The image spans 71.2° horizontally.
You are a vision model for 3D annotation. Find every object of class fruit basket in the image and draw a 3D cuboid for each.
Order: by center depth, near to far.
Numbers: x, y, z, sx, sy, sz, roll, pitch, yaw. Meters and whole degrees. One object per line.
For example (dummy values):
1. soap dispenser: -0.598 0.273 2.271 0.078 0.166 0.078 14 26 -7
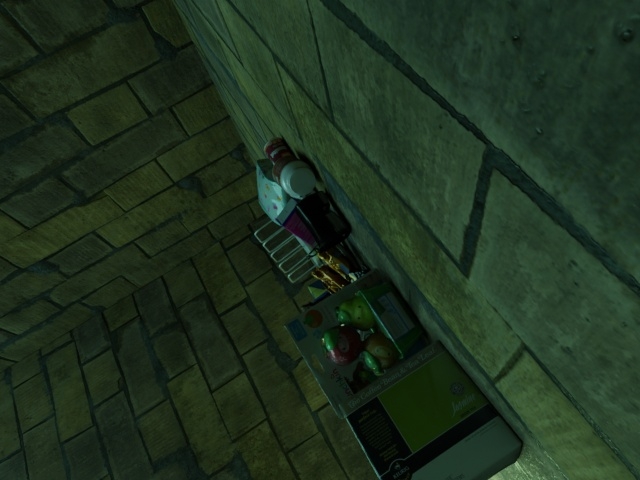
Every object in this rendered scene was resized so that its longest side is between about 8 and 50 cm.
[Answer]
1. fruit basket: 0.121 0.296 1.355 0.327 0.352 0.165 57 159 15

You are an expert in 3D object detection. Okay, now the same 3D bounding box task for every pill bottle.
1. pill bottle: -0.090 -0.223 1.552 0.121 0.121 0.216 61 174 -24
2. pill bottle: -0.147 -0.318 1.728 0.152 0.086 0.086 56 173 20

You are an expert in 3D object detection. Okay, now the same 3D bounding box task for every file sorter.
1. file sorter: -0.152 0.037 2.100 0.278 0.173 0.193 51 174 15

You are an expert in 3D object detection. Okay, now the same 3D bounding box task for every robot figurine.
1. robot figurine: 0.101 0.161 1.644 0.291 0.085 0.211 40 136 25

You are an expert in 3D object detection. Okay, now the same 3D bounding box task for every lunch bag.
1. lunch bag: -0.177 -0.208 1.921 0.262 0.160 0.224 -124 28 -50

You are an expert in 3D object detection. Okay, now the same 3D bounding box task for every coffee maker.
1. coffee maker: -0.012 -0.059 1.505 0.178 0.171 0.120 54 146 18

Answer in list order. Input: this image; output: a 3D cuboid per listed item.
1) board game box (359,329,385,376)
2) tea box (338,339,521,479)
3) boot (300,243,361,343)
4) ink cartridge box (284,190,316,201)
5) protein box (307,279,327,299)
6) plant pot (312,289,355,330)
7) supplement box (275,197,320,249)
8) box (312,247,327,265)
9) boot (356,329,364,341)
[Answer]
1. board game box: 0.206 0.420 1.512 0.275 0.144 0.142 -72 -19 -55
2. tea box: 0.281 0.510 1.187 0.324 0.328 0.220 55 174 39
3. boot: 0.049 0.214 1.819 0.378 0.284 0.138 61 173 -17
4. ink cartridge box: -0.072 -0.183 1.721 0.135 0.056 0.099 36 173 1
5. protein box: 0.048 0.280 2.576 0.136 0.199 0.201 58 175 12
6. plant pot: 0.134 0.356 2.162 0.212 0.236 0.236 54 180 -41
7. supplement box: -0.048 -0.054 1.750 0.220 0.114 0.111 36 -177 -23
8. box: 0.000 0.000 2.066 0.318 0.097 0.395 61 175 -10
9. boot: 0.184 0.407 2.019 0.207 0.248 0.090 64 -158 -24
